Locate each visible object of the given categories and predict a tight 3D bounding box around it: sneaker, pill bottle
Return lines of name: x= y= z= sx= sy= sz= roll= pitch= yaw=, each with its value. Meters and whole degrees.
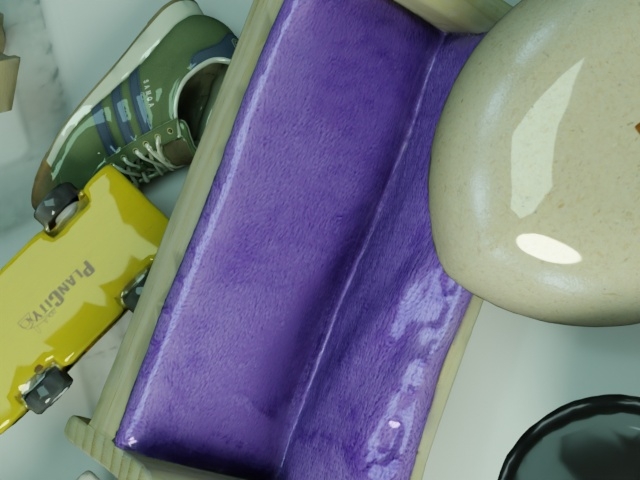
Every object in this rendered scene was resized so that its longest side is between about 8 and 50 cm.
sneaker: x=-0.122 y=-0.076 z=0.888 sx=0.086 sy=0.064 sz=0.192 roll=38 pitch=92 yaw=25
pill bottle: x=0.170 y=0.146 z=0.670 sx=0.122 sy=0.219 sz=0.123 roll=-3 pitch=81 yaw=19

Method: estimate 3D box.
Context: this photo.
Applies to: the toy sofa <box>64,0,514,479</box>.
toy sofa: x=0.000 y=0.000 z=0.756 sx=0.177 sy=0.150 sz=0.363 roll=20 pitch=89 yaw=52

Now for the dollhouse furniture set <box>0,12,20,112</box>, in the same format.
dollhouse furniture set: x=-0.297 y=-0.101 z=0.959 sx=0.182 sy=0.101 sz=0.161 roll=26 pitch=115 yaw=20

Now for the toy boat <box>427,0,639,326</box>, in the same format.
toy boat: x=0.209 y=-0.006 z=0.680 sx=0.267 sy=0.148 sz=0.318 roll=-31 pitch=90 yaw=1

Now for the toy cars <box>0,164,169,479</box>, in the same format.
toy cars: x=-0.186 y=0.145 z=0.865 sx=0.176 sy=0.087 sz=0.394 roll=3 pitch=86 yaw=-1
